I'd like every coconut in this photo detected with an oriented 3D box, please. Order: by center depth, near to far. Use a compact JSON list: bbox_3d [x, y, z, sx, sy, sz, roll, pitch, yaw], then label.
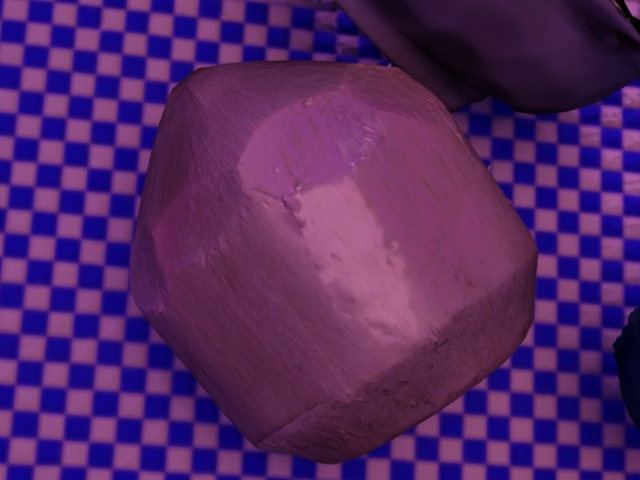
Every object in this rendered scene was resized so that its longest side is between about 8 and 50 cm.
[{"bbox_3d":[0.000,0.000,0.723,0.224,0.224,0.234,-27,85,-15],"label":"coconut"}]

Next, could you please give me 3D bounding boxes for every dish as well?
[{"bbox_3d":[0.077,-0.166,0.772,0.120,0.303,0.303,-42,87,15],"label":"dish"}]

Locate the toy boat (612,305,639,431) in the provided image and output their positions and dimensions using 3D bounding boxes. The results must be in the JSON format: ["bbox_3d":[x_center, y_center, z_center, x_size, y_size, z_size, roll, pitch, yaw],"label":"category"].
[{"bbox_3d":[0.333,0.038,0.766,0.330,0.215,0.123,-25,60,-17],"label":"toy boat"}]
